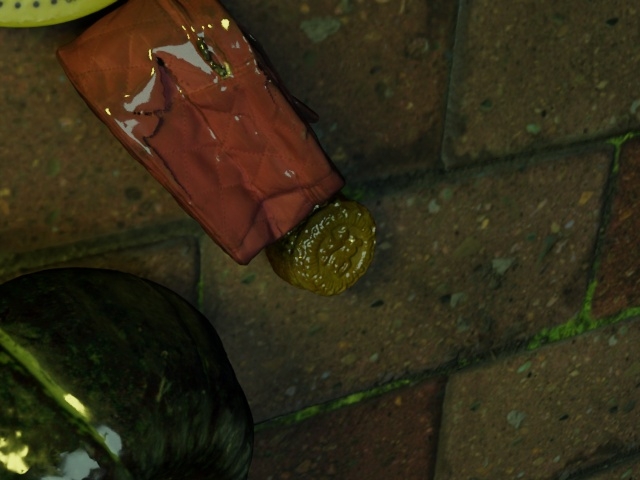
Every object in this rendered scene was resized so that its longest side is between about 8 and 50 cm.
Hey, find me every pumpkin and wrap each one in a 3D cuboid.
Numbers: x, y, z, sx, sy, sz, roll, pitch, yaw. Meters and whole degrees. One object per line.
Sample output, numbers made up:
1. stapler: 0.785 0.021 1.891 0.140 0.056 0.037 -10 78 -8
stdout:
1. pumpkin: -0.198 0.177 0.861 0.323 0.241 0.323 -25 127 -39

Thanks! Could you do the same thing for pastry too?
1. pastry: 0.000 0.000 1.011 0.109 0.057 0.097 29 93 -43

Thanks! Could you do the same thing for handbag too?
1. handbag: -0.083 -0.095 0.841 0.135 0.146 0.225 -38 131 -1

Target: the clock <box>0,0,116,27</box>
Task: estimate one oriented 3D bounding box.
1. clock: -0.193 -0.277 0.707 0.277 0.071 0.294 -29 129 -16
